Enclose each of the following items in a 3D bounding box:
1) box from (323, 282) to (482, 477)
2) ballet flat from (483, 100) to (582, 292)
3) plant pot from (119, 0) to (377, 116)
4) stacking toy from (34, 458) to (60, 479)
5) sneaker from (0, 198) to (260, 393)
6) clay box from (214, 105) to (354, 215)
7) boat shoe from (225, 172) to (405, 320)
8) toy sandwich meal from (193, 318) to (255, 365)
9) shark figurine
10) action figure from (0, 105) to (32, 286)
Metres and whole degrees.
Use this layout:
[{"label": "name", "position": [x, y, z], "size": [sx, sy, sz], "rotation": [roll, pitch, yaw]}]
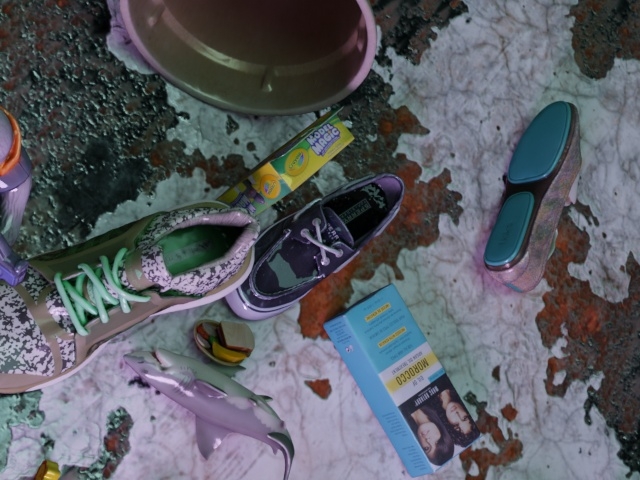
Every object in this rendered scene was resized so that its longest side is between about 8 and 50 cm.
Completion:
[{"label": "box", "position": [0.111, 0.189, 1.952], "size": [0.100, 0.060, 0.244], "rotation": [-31, 91, -33]}, {"label": "ballet flat", "position": [0.326, -0.059, 2.143], "size": [0.106, 0.108, 0.316], "rotation": [43, 62, -35]}, {"label": "plant pot", "position": [-0.063, -0.387, 1.910], "size": [0.334, 0.334, 0.305], "rotation": [29, 51, -19]}, {"label": "stacking toy", "position": [-0.282, 0.386, 1.676], "size": [0.167, 0.052, 0.221], "rotation": [25, 67, -21]}, {"label": "sneaker", "position": [-0.243, 0.043, 1.713], "size": [0.410, 0.182, 0.158], "rotation": [-29, 87, -24]}, {"label": "clay box", "position": [-0.047, -0.090, 1.854], "size": [0.127, 0.222, 0.053], "rotation": [-42, 97, -32]}, {"label": "boat shoe", "position": [0.000, 0.000, 1.923], "size": [0.301, 0.102, 0.108], "rotation": [-34, 92, -33]}, {"label": "toy sandwich meal", "position": [-0.122, 0.126, 1.840], "size": [0.086, 0.029, 0.085], "rotation": [29, 30, -19]}, {"label": "shark figurine", "position": [-0.110, 0.233, 1.774], "size": [0.166, 0.278, 0.116], "rotation": [8, 110, -57]}, {"label": "action figure", "position": [-0.433, -0.096, 1.572], "size": [0.341, 0.330, 0.178], "rotation": [46, 57, -10]}]
